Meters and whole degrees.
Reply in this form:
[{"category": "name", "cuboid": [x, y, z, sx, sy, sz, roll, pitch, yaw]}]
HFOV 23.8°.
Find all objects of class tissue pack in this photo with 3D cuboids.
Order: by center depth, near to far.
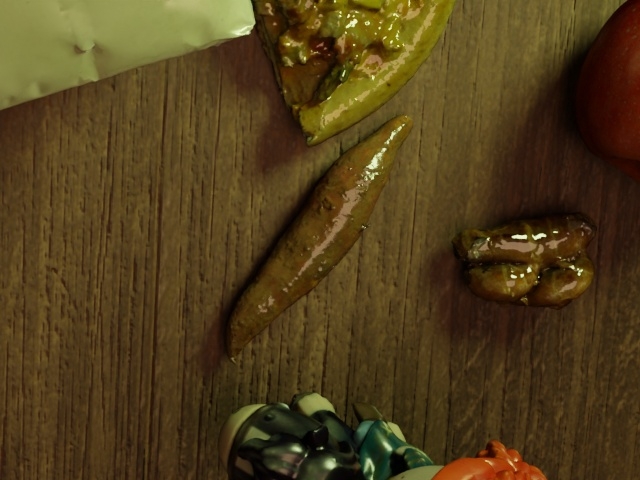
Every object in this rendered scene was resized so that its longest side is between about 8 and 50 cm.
[{"category": "tissue pack", "cuboid": [-0.253, -0.327, 1.303, 0.297, 0.207, 0.380, -21, 116, -5]}]

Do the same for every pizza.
[{"category": "pizza", "cuboid": [0.063, -0.257, 1.511, 0.268, 0.087, 0.258, -24, 112, -13]}]

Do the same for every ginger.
[{"category": "ginger", "cuboid": [0.221, 0.027, 1.634, 0.162, 0.073, 0.103, -7, 92, -9]}]

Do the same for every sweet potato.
[{"category": "sweet potato", "cuboid": [0.000, 0.000, 1.559, 0.314, 0.072, 0.066, -56, 150, 2]}]

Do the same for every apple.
[{"category": "apple", "cuboid": [0.375, -0.155, 1.557, 0.218, 0.218, 0.201, 30, 87, -21]}]

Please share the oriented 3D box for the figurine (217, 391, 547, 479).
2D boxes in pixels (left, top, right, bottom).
[{"category": "figurine", "cuboid": [0.077, 0.270, 1.479, 0.241, 0.412, 0.306, -53, 141, -4]}]
